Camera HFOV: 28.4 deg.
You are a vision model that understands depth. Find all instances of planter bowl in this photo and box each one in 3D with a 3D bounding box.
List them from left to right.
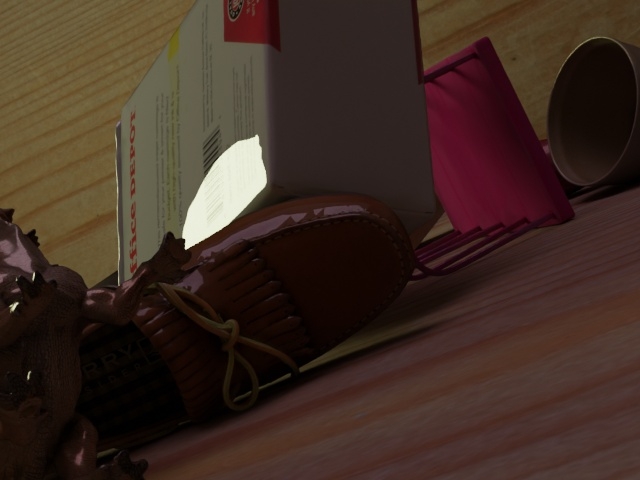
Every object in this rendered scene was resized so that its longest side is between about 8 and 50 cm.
[{"bbox_3d":[0.338,-0.134,1.380,0.109,0.162,0.162,5,-10,-24],"label":"planter bowl"}]

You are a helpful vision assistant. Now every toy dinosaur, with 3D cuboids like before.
[{"bbox_3d":[-0.204,0.089,0.841,0.127,0.296,0.200,22,-27,-39],"label":"toy dinosaur"}]

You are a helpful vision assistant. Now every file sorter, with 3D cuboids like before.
[{"bbox_3d":[0.100,-0.067,1.381,0.182,0.202,0.290,-27,3,-14],"label":"file sorter"}]

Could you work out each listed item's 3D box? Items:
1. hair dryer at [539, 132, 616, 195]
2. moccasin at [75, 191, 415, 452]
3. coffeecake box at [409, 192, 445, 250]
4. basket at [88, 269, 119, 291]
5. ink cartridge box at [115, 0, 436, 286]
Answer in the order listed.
[{"bbox_3d":[0.294,-0.097,1.585,0.223,0.080,0.293,-23,3,-12],"label":"hair dryer"},{"bbox_3d":[-0.106,0.076,0.973,0.380,0.139,0.147,-19,17,6],"label":"moccasin"},{"bbox_3d":[0.123,-0.053,1.685,0.142,0.068,0.185,-52,2,0],"label":"coffeecake box"},{"bbox_3d":[-0.172,0.075,1.468,0.204,0.154,0.227,-23,6,33],"label":"basket"},{"bbox_3d":[-0.061,-0.085,1.221,0.160,0.279,0.384,8,-25,-26],"label":"ink cartridge box"}]
